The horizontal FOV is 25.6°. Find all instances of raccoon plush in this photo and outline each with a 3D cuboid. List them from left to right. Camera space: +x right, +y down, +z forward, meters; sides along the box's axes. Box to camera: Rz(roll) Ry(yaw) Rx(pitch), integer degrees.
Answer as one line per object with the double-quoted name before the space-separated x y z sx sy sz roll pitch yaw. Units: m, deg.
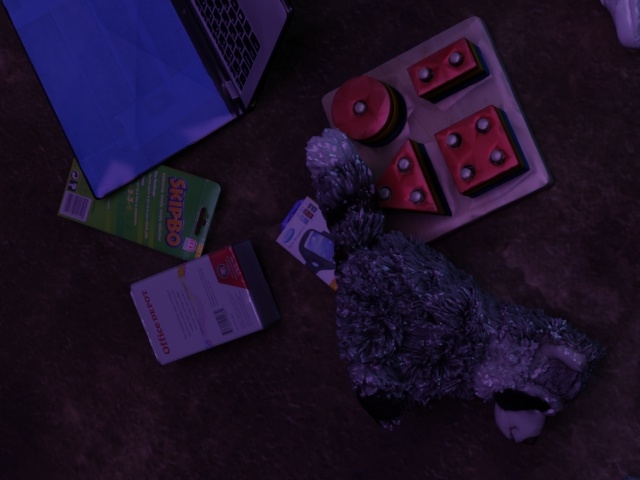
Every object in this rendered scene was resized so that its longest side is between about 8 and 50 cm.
"raccoon plush" 0.169 0.046 1.763 0.299 0.216 0.446 -16 100 17

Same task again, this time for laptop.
"laptop" -0.264 -0.338 2.016 0.236 0.408 0.382 -21 73 -25

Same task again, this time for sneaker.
"sneaker" 0.371 -0.348 1.825 0.115 0.090 0.232 -15 70 29

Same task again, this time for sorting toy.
"sorting toy" 0.141 -0.140 1.898 0.256 0.089 0.257 -26 75 20

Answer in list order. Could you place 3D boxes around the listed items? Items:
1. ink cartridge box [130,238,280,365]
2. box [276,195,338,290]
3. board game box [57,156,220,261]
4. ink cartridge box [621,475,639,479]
"ink cartridge box" -0.165 0.088 2.011 0.175 0.072 0.127 -21 92 22
"box" 0.000 0.000 1.983 0.136 0.028 0.081 39 101 20
"board game box" -0.268 -0.059 2.105 0.259 0.039 0.124 19 93 27
"ink cartridge box" 0.477 0.400 1.731 0.232 0.066 0.189 7 88 4
